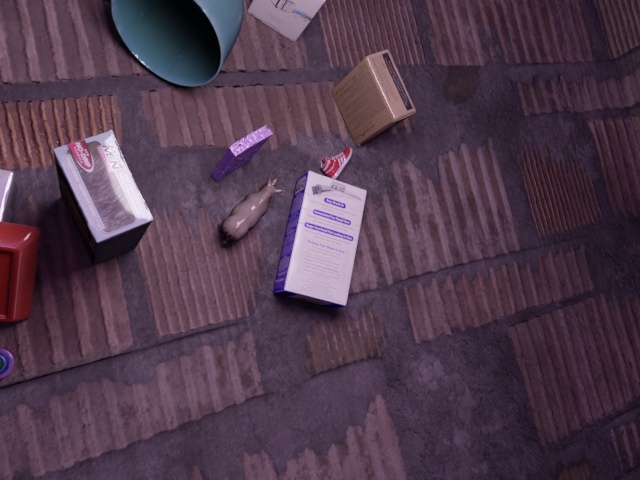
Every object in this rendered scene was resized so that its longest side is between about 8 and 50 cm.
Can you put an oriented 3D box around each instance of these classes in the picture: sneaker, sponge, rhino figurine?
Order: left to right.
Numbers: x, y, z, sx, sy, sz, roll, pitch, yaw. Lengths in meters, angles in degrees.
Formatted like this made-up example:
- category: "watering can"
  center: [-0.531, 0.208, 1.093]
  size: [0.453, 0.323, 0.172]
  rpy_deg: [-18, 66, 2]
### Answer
- category: "sponge"
  center: [-0.205, -0.219, 1.346]
  size: [0.117, 0.210, 0.031]
  rpy_deg: [-38, 95, -26]
- category: "rhino figurine"
  center: [-0.179, -0.087, 1.392]
  size: [0.073, 0.106, 0.243]
  rpy_deg: [45, 67, -12]
- category: "sneaker"
  center: [0.045, -0.242, 1.558]
  size: [0.067, 0.042, 0.119]
  rpy_deg: [37, 70, -18]

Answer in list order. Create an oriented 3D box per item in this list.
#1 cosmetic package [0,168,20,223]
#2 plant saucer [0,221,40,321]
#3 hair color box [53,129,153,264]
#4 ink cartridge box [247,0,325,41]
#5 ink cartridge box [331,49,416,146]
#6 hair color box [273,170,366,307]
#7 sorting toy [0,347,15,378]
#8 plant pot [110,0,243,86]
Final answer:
- category: "cosmetic package"
  center: [-0.752, -0.078, 1.102]
  size: [0.183, 0.151, 0.152]
  rpy_deg: [11, 77, -22]
- category: "plant saucer"
  center: [-0.720, 0.067, 1.056]
  size: [0.258, 0.259, 0.048]
  rpy_deg: [11, 33, -22]
- category: "hair color box"
  center: [-0.462, -0.071, 1.110]
  size: [0.113, 0.374, 0.186]
  rpy_deg: [-26, 92, -26]
- category: "ink cartridge box"
  center: [-0.072, -0.720, 1.479]
  size: [0.168, 0.232, 0.171]
  rpy_deg: [28, 71, -18]
- category: "ink cartridge box"
  center: [0.148, -0.405, 1.526]
  size: [0.088, 0.234, 0.193]
  rpy_deg: [-27, 93, -25]
- category: "hair color box"
  center: [0.000, 0.000, 1.461]
  size: [0.185, 0.110, 0.339]
  rpy_deg: [17, 76, -20]
- category: "sorting toy"
  center: [-0.813, 0.229, 1.037]
  size: [0.365, 0.126, 0.127]
  rpy_deg: [12, 76, -22]
- category: "plant pot"
  center: [-0.326, -0.578, 1.321]
  size: [0.293, 0.293, 0.235]
  rpy_deg: [36, 55, -15]
